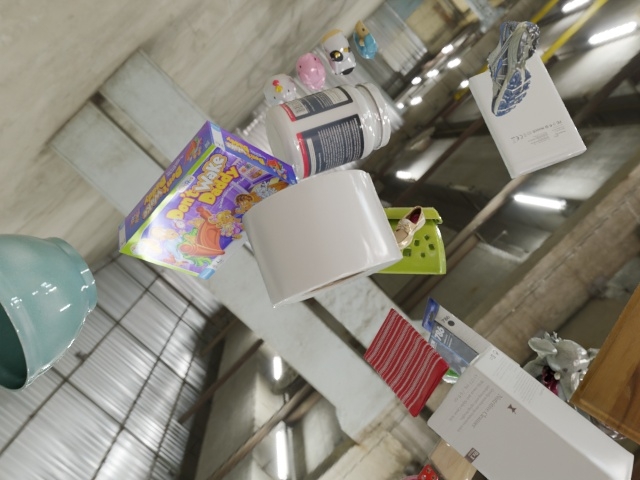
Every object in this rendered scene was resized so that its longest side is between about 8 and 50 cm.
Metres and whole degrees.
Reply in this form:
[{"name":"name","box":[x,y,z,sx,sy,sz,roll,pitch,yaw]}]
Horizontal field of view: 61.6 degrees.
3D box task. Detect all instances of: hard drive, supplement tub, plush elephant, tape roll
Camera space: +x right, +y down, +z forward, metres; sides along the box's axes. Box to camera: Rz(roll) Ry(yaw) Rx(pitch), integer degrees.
[{"name":"hard drive","box":[0.642,-0.394,1.687,0.232,0.354,0.047,-20,166,3]},{"name":"supplement tub","box":[0.016,-0.274,1.336,0.272,0.191,0.191,-21,-174,-14]},{"name":"plush elephant","box":[0.761,0.419,1.677,0.255,0.271,0.330,69,24,-64]},{"name":"tape roll","box":[0.000,0.000,0.958,0.245,0.169,0.246,-21,171,-3]}]

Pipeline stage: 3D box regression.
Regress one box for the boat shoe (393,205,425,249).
[{"name":"boat shoe","box":[0.243,-0.039,1.531,0.062,0.059,0.170,17,-133,30]}]

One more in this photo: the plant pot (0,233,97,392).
[{"name":"plant pot","box":[-0.560,0.106,1.021,0.293,0.293,0.196,-36,-179,41]}]

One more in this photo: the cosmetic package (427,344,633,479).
[{"name":"cosmetic package","box":[0.469,0.455,1.227,0.156,0.385,0.217,-15,138,-54]}]

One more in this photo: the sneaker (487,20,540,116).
[{"name":"sneaker","box":[0.264,-0.244,0.759,0.052,0.058,0.135,-17,133,-26]}]

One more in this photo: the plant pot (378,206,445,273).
[{"name":"plant pot","box":[0.283,0.003,1.712,0.226,0.208,0.228,1,178,16]}]

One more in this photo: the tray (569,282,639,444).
[{"name":"tray","box":[0.642,0.168,0.942,0.202,0.076,0.411,30,-91,51]}]

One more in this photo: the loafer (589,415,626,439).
[{"name":"loafer","box":[0.771,0.310,1.324,0.366,0.133,0.130,-63,150,-8]}]

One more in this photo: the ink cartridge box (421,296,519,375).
[{"name":"ink cartridge box","box":[0.423,0.328,1.618,0.065,0.332,0.166,-32,143,-27]}]

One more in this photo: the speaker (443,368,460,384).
[{"name":"speaker","box":[0.560,0.488,2.036,0.131,0.131,0.296,-50,-173,-18]}]

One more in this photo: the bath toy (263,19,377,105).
[{"name":"bath toy","box":[-0.007,-0.492,1.549,0.348,0.151,0.129,-30,-131,8]}]

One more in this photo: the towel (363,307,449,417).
[{"name":"towel","box":[0.245,0.358,1.589,0.275,0.031,0.199,46,-64,46]}]

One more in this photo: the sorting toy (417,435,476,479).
[{"name":"sorting toy","box":[0.342,0.577,1.411,0.274,0.132,0.046,-41,-175,-36]}]

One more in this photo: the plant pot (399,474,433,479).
[{"name":"plant pot","box":[0.292,0.796,1.576,0.201,0.201,0.180,-48,159,-9]}]

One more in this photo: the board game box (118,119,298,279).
[{"name":"board game box","box":[-0.249,-0.071,1.178,0.347,0.233,0.078,-42,-134,26]}]
